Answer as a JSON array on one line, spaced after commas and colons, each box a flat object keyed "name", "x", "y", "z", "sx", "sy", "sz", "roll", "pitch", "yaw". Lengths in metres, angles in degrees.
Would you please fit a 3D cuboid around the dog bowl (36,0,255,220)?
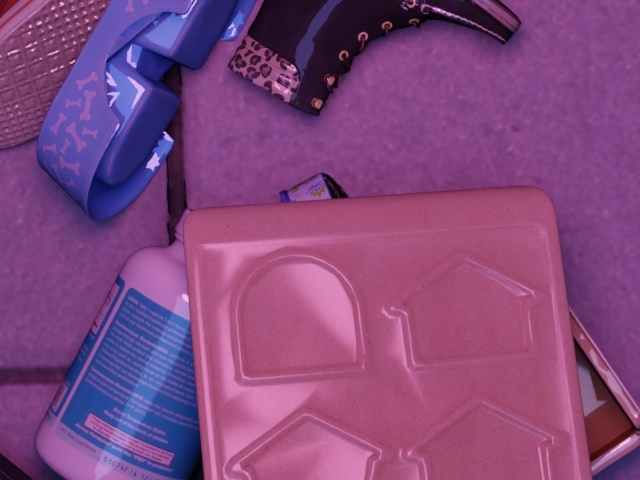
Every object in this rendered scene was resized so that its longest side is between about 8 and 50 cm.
[{"name": "dog bowl", "x": -0.156, "y": -0.163, "z": 1.790, "sx": 0.074, "sy": 0.166, "sz": 0.297, "roll": 32, "pitch": 94, "yaw": 12}]

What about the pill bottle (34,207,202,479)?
[{"name": "pill bottle", "x": -0.143, "y": 0.107, "z": 1.806, "sx": 0.146, "sy": 0.146, "sz": 0.264, "roll": 28, "pitch": 94, "yaw": 1}]

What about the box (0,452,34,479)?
[{"name": "box", "x": -0.379, "y": 0.247, "z": 1.795, "sx": 0.261, "sy": 0.184, "sz": 0.103, "roll": 39, "pitch": 121, "yaw": 0}]

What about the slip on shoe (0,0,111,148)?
[{"name": "slip on shoe", "x": -0.238, "y": -0.228, "z": 1.821, "sx": 0.123, "sy": 0.101, "sz": 0.331, "roll": 21, "pitch": 108, "yaw": -38}]

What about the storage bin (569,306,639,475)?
[{"name": "storage bin", "x": 0.125, "y": 0.145, "z": 1.809, "sx": 0.262, "sy": 0.123, "sz": 0.260, "roll": -35, "pitch": 91, "yaw": 3}]

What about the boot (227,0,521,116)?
[{"name": "boot", "x": 0.046, "y": -0.188, "z": 1.816, "sx": 0.236, "sy": 0.085, "sz": 0.178, "roll": 27, "pitch": 97, "yaw": 5}]

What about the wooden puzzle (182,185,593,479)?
[{"name": "wooden puzzle", "x": 0.056, "y": 0.128, "z": 1.665, "sx": 0.322, "sy": 0.080, "sz": 0.347, "roll": -4, "pitch": 70, "yaw": -7}]

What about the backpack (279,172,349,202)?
[{"name": "backpack", "x": 0.000, "y": 0.000, "z": 1.815, "sx": 0.084, "sy": 0.105, "sz": 0.114, "roll": -25, "pitch": 87, "yaw": 2}]
